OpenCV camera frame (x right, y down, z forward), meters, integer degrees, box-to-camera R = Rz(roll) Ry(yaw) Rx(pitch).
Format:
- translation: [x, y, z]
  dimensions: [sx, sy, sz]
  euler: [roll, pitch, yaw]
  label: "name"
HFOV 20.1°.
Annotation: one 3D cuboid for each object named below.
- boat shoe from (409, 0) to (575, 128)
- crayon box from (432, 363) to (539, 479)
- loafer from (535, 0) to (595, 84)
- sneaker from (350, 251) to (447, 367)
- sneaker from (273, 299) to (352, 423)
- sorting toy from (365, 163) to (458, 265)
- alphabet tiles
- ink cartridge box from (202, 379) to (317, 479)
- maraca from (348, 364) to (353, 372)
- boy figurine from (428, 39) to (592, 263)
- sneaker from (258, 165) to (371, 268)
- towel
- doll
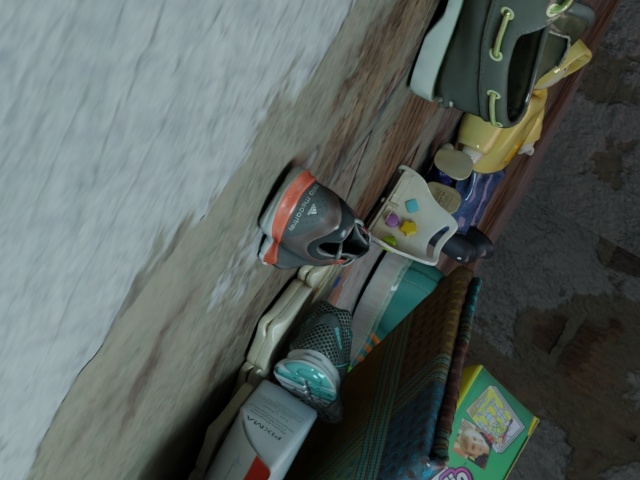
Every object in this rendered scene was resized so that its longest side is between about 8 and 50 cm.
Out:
- translation: [0.147, -0.194, 1.324]
  dimensions: [0.109, 0.091, 0.305]
  euler: [-56, 171, -33]
  label: "boat shoe"
- translation: [0.030, 0.318, 1.929]
  dimensions: [0.313, 0.106, 0.363]
  euler: [-20, -150, 53]
  label: "crayon box"
- translation: [0.191, -0.180, 1.665]
  dimensions: [0.087, 0.094, 0.251]
  euler: [-64, 173, -4]
  label: "loafer"
- translation: [0.100, 0.108, 2.045]
  dimensions: [0.108, 0.121, 0.302]
  euler: [-58, 172, -19]
  label: "sneaker"
- translation: [0.002, 0.096, 1.421]
  dimensions: [0.166, 0.065, 0.076]
  euler: [109, 4, -73]
  label: "sneaker"
- translation: [0.083, -0.013, 1.649]
  dimensions: [0.083, 0.075, 0.045]
  euler: [-57, 172, -25]
  label: "sorting toy"
- translation: [-0.049, 0.122, 1.482]
  dimensions: [0.278, 0.021, 0.284]
  euler: [-53, 170, -47]
  label: "alphabet tiles"
- translation: [-0.086, 0.216, 1.287]
  dimensions: [0.189, 0.066, 0.232]
  euler: [-62, 170, 15]
  label: "ink cartridge box"
- translation: [0.003, 0.205, 1.886]
  dimensions: [0.127, 0.099, 0.186]
  euler: [-48, -160, 25]
  label: "maraca"
- translation: [0.208, -0.118, 2.005]
  dimensions: [0.177, 0.092, 0.285]
  euler: [-6, 127, -62]
  label: "boy figurine"
- translation: [0.000, 0.000, 1.172]
  dimensions: [0.061, 0.065, 0.158]
  euler: [-60, 172, -4]
  label: "sneaker"
- translation: [-0.004, 0.206, 1.448]
  dimensions: [0.370, 0.040, 0.271]
  euler: [-46, -167, 31]
  label: "towel"
- translation: [0.118, -0.043, 1.880]
  dimensions: [0.189, 0.046, 0.129]
  euler: [112, -1, -83]
  label: "doll"
